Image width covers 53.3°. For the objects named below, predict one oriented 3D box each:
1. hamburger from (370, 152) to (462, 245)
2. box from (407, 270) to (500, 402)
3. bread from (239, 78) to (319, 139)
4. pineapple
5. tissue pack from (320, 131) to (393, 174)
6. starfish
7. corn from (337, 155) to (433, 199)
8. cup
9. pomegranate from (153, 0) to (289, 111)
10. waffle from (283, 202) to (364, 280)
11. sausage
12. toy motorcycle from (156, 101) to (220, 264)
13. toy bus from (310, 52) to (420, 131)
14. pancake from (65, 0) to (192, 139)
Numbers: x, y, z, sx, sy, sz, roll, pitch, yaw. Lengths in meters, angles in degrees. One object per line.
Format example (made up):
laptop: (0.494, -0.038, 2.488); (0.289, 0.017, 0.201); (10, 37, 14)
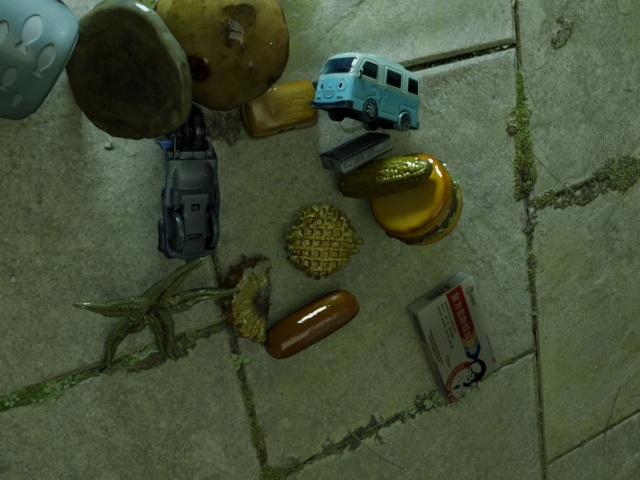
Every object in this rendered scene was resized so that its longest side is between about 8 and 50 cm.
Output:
hamburger: (0.257, -0.101, 1.656); (0.170, 0.246, 0.246); (31, 88, -50)
box: (0.410, 0.296, 1.931); (0.214, 0.069, 0.353); (-31, 117, -18)
bread: (-0.089, -0.311, 1.507); (0.200, 0.077, 0.116); (-18, 103, -23)
pineapple: (-0.196, 0.149, 1.570); (0.135, 0.079, 0.233); (-2, 98, -36)
tissue pack: (0.089, -0.222, 1.596); (0.156, 0.112, 0.051); (-27, 113, -19)
starfish: (-0.362, 0.164, 1.448); (0.358, 0.078, 0.347); (-14, 137, -23)
corn: (0.153, -0.158, 1.581); (0.097, 0.262, 0.097); (17, 70, -53)
cup: (-0.565, -0.407, 1.108); (0.274, 0.259, 0.356); (31, 103, -33)
pomegranate: (-0.204, -0.410, 1.299); (0.281, 0.281, 0.281); (-7, 107, -26)
waffle: (0.000, 0.000, 1.636); (0.197, 0.070, 0.193); (40, 83, -27)
sausage: (-0.022, 0.216, 1.658); (0.274, 0.105, 0.105); (-28, 115, -18)
toy motorcycle: (-0.296, -0.123, 1.376); (0.125, 0.212, 0.358); (-5, 110, -28)
toy bus: (0.118, -0.359, 1.537); (0.271, 0.133, 0.164); (5, 94, -44)
pancake: (-0.385, -0.327, 1.247); (0.049, 0.294, 0.294); (-46, 128, -55)
